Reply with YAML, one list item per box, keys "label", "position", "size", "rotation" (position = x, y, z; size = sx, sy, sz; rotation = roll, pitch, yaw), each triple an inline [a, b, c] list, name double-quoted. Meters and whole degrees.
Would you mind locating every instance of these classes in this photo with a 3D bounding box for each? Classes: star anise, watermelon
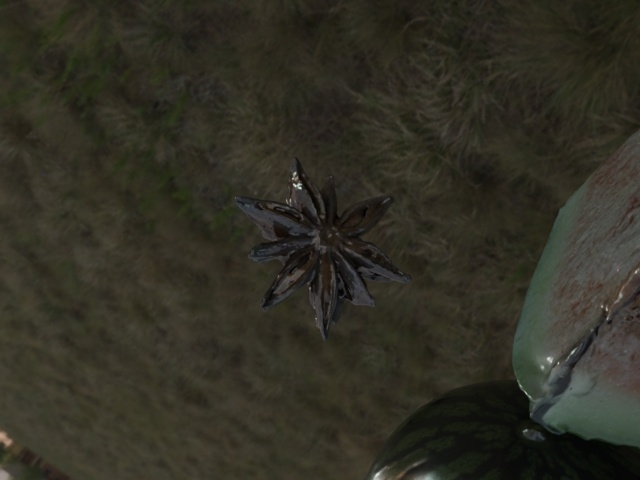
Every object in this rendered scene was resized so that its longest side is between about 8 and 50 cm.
- label: "star anise"
  position: [0.000, 0.000, 0.822]
  size: [0.182, 0.195, 0.065]
  rotation: [58, 158, 4]
- label: "watermelon"
  position: [0.244, -0.007, 0.394]
  size: [0.310, 0.193, 0.231]
  rotation: [-9, 104, 9]
- label: "watermelon"
  position: [0.122, 0.190, 0.482]
  size: [0.212, 0.212, 0.212]
  rotation: [28, 155, 14]
